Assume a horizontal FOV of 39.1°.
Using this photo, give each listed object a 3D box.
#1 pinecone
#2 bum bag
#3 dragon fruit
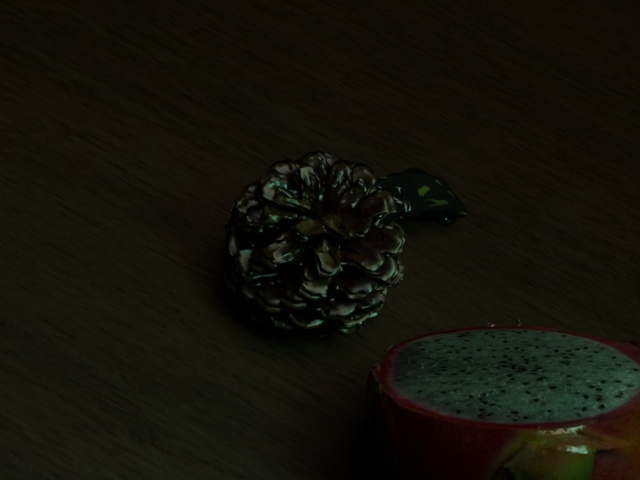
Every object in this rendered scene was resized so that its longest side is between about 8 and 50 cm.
[{"bbox_3d":[0.000,0.000,1.014,0.221,0.221,0.221,14,44,-14],"label":"pinecone"},{"bbox_3d":[0.092,-0.050,1.216,0.233,0.060,0.106,-10,45,-36],"label":"bum bag"},{"bbox_3d":[0.196,0.223,0.882,0.306,0.225,0.305,-4,15,1],"label":"dragon fruit"}]
